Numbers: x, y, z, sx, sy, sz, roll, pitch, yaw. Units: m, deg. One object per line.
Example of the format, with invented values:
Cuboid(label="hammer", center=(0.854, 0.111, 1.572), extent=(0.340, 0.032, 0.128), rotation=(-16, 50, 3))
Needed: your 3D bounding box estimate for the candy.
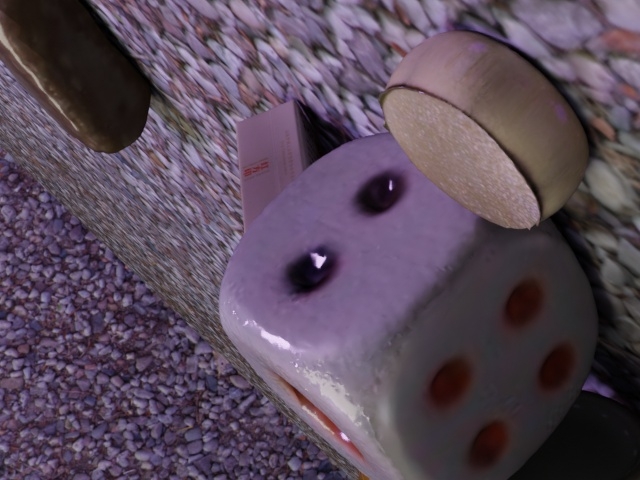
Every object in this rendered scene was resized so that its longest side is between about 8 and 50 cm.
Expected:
Cuboid(label="candy", center=(-0.284, -0.203, 1.185), extent=(0.104, 0.102, 0.234), rotation=(28, 161, 52))

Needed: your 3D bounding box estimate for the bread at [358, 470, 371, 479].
Cuboid(label="bread", center=(0.157, 0.369, 1.587), extent=(0.274, 0.149, 0.274), rotation=(44, 163, 17))

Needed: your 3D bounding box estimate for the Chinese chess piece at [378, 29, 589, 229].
Cuboid(label="Chinese chess piece", center=(0.091, -0.061, 0.609), extent=(0.122, 0.051, 0.122), rotation=(39, 167, 11))

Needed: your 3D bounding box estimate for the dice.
Cuboid(label="dice", center=(0.060, 0.054, 0.753), extent=(0.194, 0.192, 0.193), rotation=(31, 163, 50))

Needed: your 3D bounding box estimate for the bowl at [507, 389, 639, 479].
Cuboid(label="bowl", center=(0.174, 0.213, 0.823), extent=(0.337, 0.337, 0.157), rotation=(27, 129, 51))

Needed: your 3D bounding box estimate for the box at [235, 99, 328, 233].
Cuboid(label="box", center=(0.000, 0.000, 0.916), extent=(0.141, 0.058, 0.201), rotation=(-98, -19, -44))
